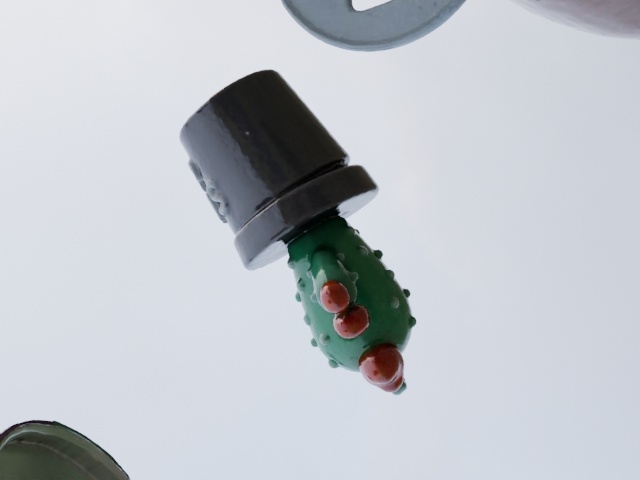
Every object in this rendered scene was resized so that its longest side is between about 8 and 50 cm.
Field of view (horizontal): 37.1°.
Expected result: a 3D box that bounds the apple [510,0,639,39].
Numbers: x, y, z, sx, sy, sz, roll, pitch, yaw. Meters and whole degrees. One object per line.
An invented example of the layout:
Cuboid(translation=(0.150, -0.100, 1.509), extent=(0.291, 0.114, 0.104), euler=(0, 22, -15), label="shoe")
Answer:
Cuboid(translation=(0.202, -0.267, 0.524), extent=(0.345, 0.345, 0.269), euler=(0, -113, -55), label="apple")

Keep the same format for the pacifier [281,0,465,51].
Cuboid(translation=(0.027, -0.292, 0.722), extent=(0.207, 0.227, 0.278), euler=(-4, -101, -59), label="pacifier")

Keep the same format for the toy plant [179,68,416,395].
Cuboid(translation=(-0.004, 0.004, 1.129), extent=(0.185, 0.279, 0.400), euler=(-30, -99, -26), label="toy plant")

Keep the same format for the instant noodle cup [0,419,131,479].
Cuboid(translation=(-0.250, 0.272, 0.751), extent=(0.251, 0.190, 0.251), euler=(48, -166, -16), label="instant noodle cup")
